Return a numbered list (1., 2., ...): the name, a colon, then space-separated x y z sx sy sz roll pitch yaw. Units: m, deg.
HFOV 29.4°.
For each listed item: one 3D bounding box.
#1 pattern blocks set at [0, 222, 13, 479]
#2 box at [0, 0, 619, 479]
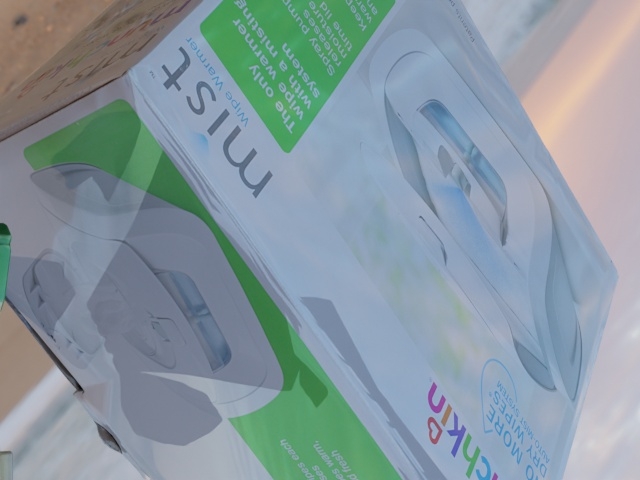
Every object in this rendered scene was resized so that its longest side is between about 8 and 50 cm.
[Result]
1. pattern blocks set: -0.108 0.160 0.371 0.285 0.026 0.324 154 -63 -68
2. box: 0.000 0.000 0.534 0.127 0.262 0.231 -20 -156 34
